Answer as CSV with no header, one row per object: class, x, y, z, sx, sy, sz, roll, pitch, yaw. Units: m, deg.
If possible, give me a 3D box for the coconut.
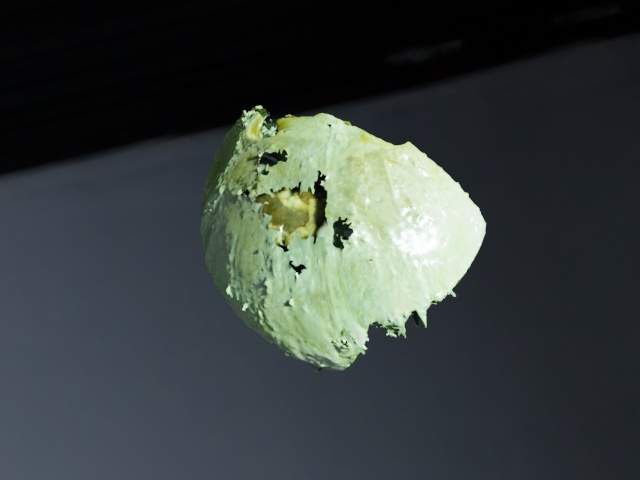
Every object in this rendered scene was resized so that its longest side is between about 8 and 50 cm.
coconut,0.000,-0.002,0.814,0.055,0.158,0.133,26,72,-64
